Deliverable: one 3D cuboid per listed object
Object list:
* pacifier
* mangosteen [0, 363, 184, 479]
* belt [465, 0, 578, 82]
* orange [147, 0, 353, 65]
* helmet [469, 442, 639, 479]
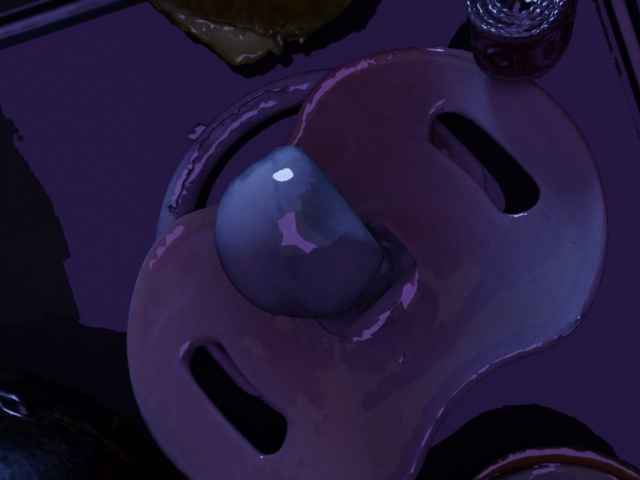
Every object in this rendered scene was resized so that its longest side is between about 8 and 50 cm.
[{"bbox_3d":[0.018,0.018,0.842,0.332,0.273,0.220,-44,106,2],"label":"pacifier"},{"bbox_3d":[-0.223,0.223,0.810,0.330,0.330,0.330,0,90,2],"label":"mangosteen"},{"bbox_3d":[0.162,-0.196,0.870,0.071,0.053,0.232,25,62,24],"label":"belt"},{"bbox_3d":[-0.051,-0.231,0.843,0.179,0.237,0.158,0,65,10],"label":"orange"},{"bbox_3d":[0.131,0.241,0.876,0.198,0.130,0.224,28,81,-2],"label":"helmet"}]
